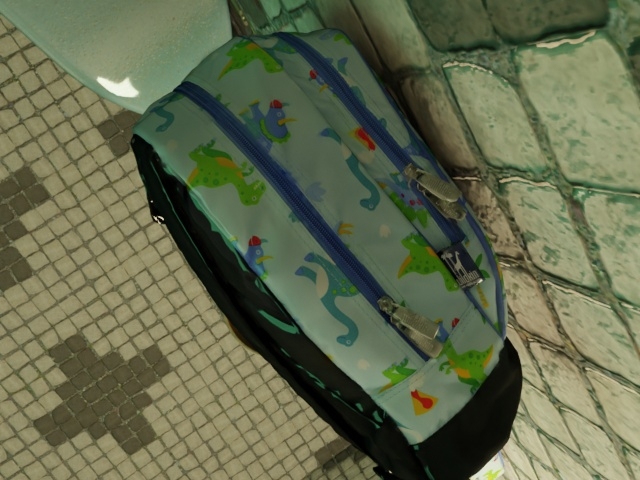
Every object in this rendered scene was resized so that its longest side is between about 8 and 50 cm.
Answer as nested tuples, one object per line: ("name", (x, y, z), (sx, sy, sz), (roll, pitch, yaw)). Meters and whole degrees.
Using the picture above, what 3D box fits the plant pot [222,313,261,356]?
("plant pot", (-0.027, 0.119, 1.204), (0.237, 0.237, 0.254), (53, -176, 24))

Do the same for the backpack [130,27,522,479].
("backpack", (0.000, 0.000, 0.552), (0.355, 0.273, 0.290), (37, 178, -12))

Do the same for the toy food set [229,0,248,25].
("toy food set", (-0.112, -0.322, 0.641), (0.132, 0.038, 0.192), (61, -179, 19))

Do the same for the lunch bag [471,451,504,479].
("lunch bag", (0.178, 0.268, 0.960), (0.219, 0.090, 0.176), (51, 173, 40))

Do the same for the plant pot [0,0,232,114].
("plant pot", (-0.255, -0.311, 0.831), (0.252, 0.247, 0.247), (52, 176, -34))
